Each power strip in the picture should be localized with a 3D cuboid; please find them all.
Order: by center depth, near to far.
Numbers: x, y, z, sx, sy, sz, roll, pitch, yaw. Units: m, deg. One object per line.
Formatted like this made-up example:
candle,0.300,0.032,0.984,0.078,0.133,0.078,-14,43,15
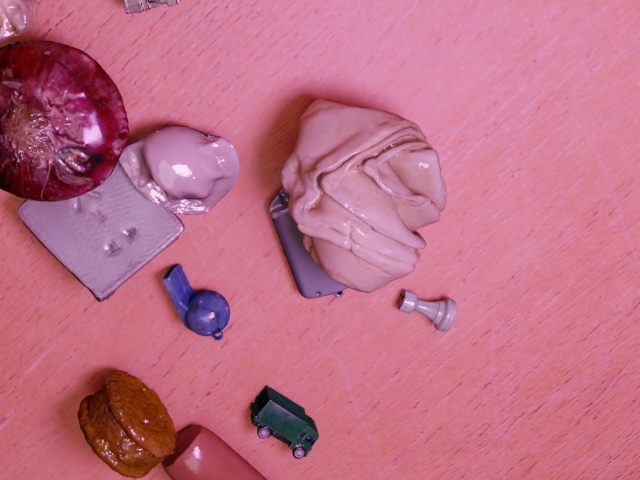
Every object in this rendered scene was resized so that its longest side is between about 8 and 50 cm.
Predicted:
power strip,-0.362,-0.035,1.279,0.198,0.064,0.213,-40,99,-5

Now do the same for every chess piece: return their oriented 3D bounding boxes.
chess piece,0.200,0.129,1.462,0.103,0.067,0.067,18,110,-7

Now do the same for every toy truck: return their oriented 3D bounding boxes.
toy truck,-0.070,0.361,1.514,0.147,0.065,0.079,38,99,-21

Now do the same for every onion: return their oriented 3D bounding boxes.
onion,-0.411,-0.175,1.152,0.246,0.190,0.247,1,99,4

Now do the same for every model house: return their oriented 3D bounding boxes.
model house,-0.259,-0.380,1.157,0.083,0.057,0.058,-11,120,-3

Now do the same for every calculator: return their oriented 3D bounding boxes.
calculator,0.000,0.000,1.375,0.141,0.045,0.246,-20,115,0

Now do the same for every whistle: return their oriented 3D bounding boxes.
whistle,-0.210,0.114,1.370,0.090,0.090,0.158,-20,115,0

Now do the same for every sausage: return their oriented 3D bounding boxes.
sausage,-0.179,0.490,1.522,0.121,0.121,0.304,-37,114,8

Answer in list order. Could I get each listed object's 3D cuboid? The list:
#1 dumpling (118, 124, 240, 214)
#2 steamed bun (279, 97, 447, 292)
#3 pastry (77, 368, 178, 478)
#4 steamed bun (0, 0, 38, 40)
dumpling,-0.225,-0.112,1.248,0.176,0.092,0.150,-11,102,-32
steamed bun,0.083,-0.063,1.229,0.276,0.203,0.289,18,84,-46
pastry,-0.350,0.335,1.396,0.103,0.189,0.189,-39,114,5
steamed bun,-0.482,-0.428,1.057,0.292,0.137,0.295,-40,106,13
